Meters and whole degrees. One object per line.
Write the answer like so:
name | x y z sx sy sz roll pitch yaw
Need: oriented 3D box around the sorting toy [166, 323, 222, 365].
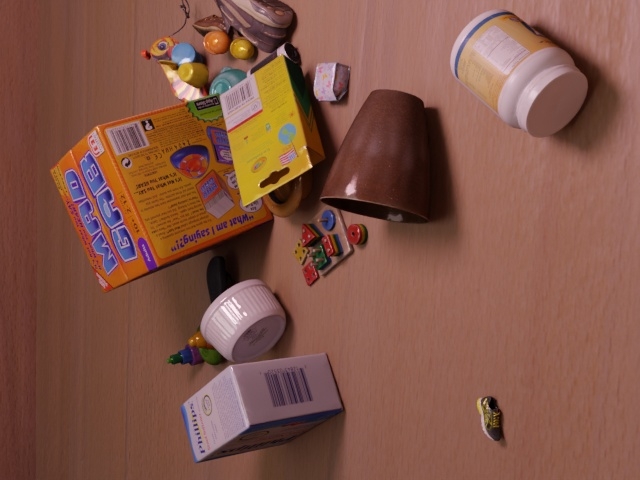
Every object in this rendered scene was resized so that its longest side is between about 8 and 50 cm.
sorting toy | -0.344 0.294 2.252 0.365 0.126 0.127 -36 71 57

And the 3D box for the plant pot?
plant pot | 0.128 -0.168 1.586 0.215 0.215 0.230 6 82 53

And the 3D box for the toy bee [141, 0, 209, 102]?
toy bee | -0.417 -0.509 2.312 0.195 0.162 0.298 61 -164 -64

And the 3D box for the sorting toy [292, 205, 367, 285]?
sorting toy | 0.000 0.000 1.875 0.274 0.046 0.132 -42 59 47

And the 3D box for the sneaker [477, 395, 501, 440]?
sneaker | 0.312 0.324 1.484 0.035 0.031 0.083 -41 60 46

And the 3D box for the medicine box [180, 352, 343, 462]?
medicine box | -0.142 0.392 1.907 0.289 0.263 0.149 -43 58 46

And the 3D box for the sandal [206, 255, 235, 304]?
sandal | -0.267 0.161 2.251 0.097 0.054 0.254 19 118 57

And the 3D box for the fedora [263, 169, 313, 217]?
fedora | -0.074 -0.152 1.938 0.194 0.079 0.194 8 100 52

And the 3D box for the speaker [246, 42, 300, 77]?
speaker | -0.114 -0.423 1.972 0.136 0.055 0.055 -27 70 36

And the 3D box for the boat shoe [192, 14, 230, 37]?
boat shoe | -0.293 -0.586 2.234 0.060 0.064 0.178 -55 36 -6

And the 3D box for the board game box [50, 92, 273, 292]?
board game box | -0.412 -0.118 2.092 0.356 0.356 0.356 -22 92 52

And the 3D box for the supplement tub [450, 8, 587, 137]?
supplement tub | 0.324 -0.274 1.337 0.200 0.144 0.144 52 131 37

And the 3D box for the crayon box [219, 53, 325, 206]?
crayon box | -0.110 -0.240 1.855 0.202 0.081 0.318 -27 60 25

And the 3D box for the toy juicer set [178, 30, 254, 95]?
toy juicer set | -0.214 -0.411 2.123 0.329 0.089 0.209 47 111 22

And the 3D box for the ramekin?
ramekin | -0.182 0.208 2.010 0.109 0.207 0.207 47 128 30

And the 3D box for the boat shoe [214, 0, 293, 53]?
boat shoe | -0.204 -0.576 2.046 0.355 0.132 0.130 47 127 43

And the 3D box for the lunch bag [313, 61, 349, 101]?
lunch bag | 0.024 -0.352 1.816 0.071 0.053 0.083 10 91 51
